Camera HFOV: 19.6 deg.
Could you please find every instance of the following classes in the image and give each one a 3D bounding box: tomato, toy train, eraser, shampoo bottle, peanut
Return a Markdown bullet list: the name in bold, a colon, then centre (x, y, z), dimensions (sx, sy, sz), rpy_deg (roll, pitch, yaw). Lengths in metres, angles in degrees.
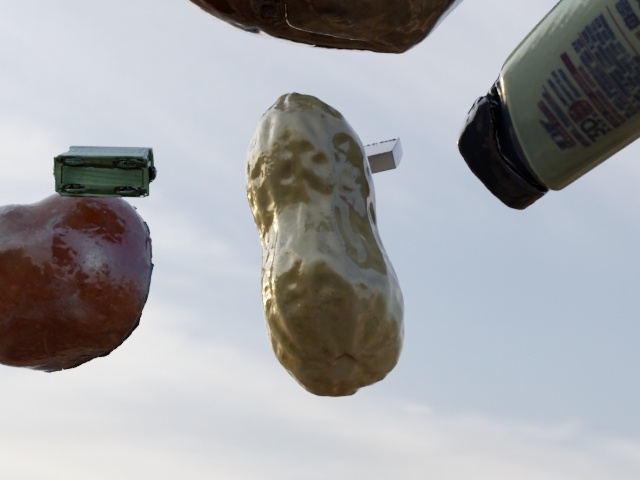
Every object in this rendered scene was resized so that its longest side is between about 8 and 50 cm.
- **tomato**: centre (-0.288, 0.032, 1.853), dimensions (0.214, 0.180, 0.155), rpy_deg (-30, -33, 32)
- **toy train**: centre (-0.188, -0.062, 1.636), dimensions (0.093, 0.038, 0.056), rpy_deg (1, 16, 7)
- **eraser**: centre (0.013, -0.080, 2.024), dimensions (0.150, 0.023, 0.104), rpy_deg (-13, 10, 9)
- **shampoo bottle**: centre (0.258, -0.163, 1.521), dimensions (0.359, 0.134, 0.078), rpy_deg (-36, 5, 35)
- **peanut**: centre (0.000, 0.000, 1.510), dimensions (0.124, 0.256, 0.123), rpy_deg (-10, -9, -2)

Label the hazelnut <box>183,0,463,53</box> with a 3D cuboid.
- **hazelnut**: centre (0.013, -0.361, 1.770), dimensions (0.409, 0.359, 0.359), rpy_deg (-34, 3, -27)
